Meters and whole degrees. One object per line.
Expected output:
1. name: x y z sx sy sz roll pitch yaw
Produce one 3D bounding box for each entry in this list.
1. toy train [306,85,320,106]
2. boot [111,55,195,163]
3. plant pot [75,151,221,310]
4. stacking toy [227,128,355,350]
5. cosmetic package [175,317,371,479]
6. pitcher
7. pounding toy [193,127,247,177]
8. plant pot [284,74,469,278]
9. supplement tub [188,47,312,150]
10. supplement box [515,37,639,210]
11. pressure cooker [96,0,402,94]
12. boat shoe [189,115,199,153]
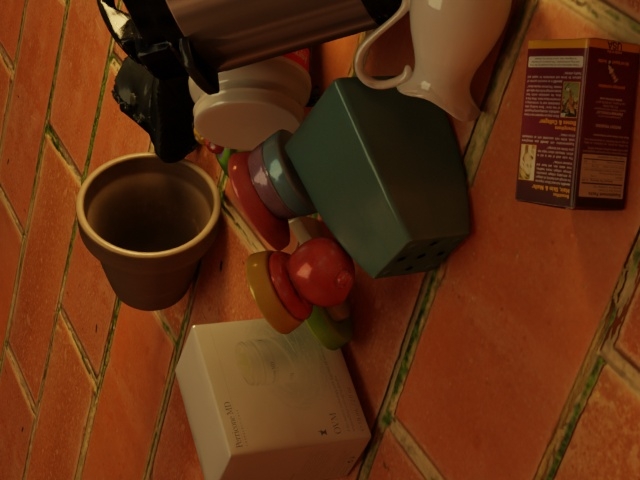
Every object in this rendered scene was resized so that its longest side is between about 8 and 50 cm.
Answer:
1. toy train: -0.045 -0.231 2.092 0.158 0.027 0.036 8 108 59
2. boot: -0.304 -0.290 2.341 0.207 0.094 0.246 49 142 37
3. plant pot: -0.317 0.003 2.375 0.229 0.263 0.263 98 155 -49
4. stacking toy: 0.000 0.000 1.855 0.130 0.279 0.309 -25 57 18
5. cosmetic package: -0.075 0.241 1.912 0.138 0.224 0.224 114 144 -49
6. pitcher: 0.143 -0.273 1.619 0.125 0.177 0.207 -70 -7 -66
7. pounding toy: -0.164 -0.208 2.213 0.183 0.110 0.237 -30 64 56
8. plant pot: 0.093 -0.079 1.719 0.166 0.165 0.234 -50 55 48
9. supplement tub: -0.107 -0.298 1.997 0.191 0.191 0.272 -34 50 55
10. supplement box: 0.289 -0.131 1.446 0.104 0.080 0.188 13 100 59
11. pressure cooker: -0.118 -0.424 1.732 0.370 0.420 0.375 -75 -32 -62
12. boat shoe: -0.237 -0.249 2.397 0.083 0.065 0.183 62 145 34
